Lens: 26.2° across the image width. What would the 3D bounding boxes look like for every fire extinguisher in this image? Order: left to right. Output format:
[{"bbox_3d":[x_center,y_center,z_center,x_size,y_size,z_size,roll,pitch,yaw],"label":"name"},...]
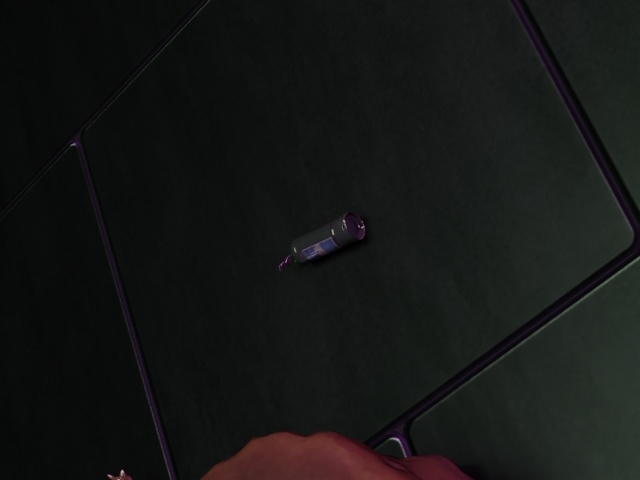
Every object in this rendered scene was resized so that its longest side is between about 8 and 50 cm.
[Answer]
[{"bbox_3d":[0.000,0.000,1.159,0.083,0.025,0.038,-26,24,36],"label":"fire extinguisher"}]

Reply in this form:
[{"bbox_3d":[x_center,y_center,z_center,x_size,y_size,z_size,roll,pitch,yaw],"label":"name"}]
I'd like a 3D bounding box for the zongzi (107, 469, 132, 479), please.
[{"bbox_3d":[-0.236,0.418,0.998,0.500,0.218,0.467,157,124,-84],"label":"zongzi"}]

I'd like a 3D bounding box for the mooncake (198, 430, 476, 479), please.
[{"bbox_3d":[0.017,0.301,0.946,0.324,0.187,0.324,-14,68,39],"label":"mooncake"}]
